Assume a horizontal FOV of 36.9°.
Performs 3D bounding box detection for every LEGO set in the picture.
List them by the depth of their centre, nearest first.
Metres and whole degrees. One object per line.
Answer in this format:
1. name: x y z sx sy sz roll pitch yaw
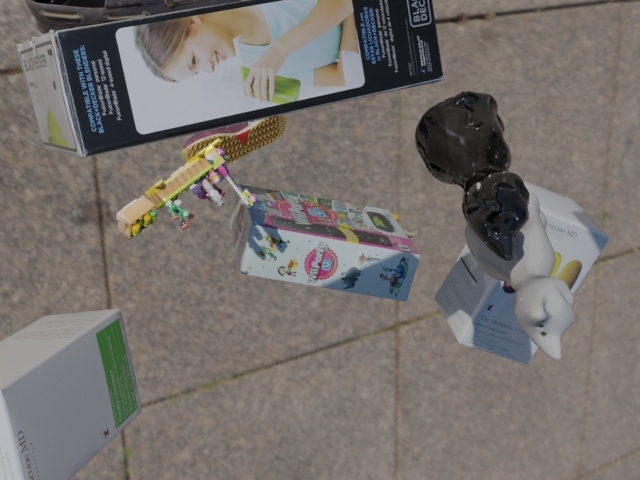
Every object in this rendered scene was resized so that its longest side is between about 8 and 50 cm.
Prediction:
1. LEGO set: -0.168 -0.060 1.362 0.132 0.287 0.107 -34 98 22

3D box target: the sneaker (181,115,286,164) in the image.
1. sneaker: -0.153 -0.180 1.594 0.185 0.084 0.070 -22 135 -21

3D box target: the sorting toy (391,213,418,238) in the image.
1. sorting toy: 0.090 -0.029 2.078 0.195 0.347 0.047 13 74 -21

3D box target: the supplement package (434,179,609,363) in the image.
1. supplement package: 0.306 0.045 1.489 0.139 0.134 0.244 18 113 -22

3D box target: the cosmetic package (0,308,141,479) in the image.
1. cosmetic package: -0.431 0.251 1.460 0.155 0.365 0.197 -6 103 15

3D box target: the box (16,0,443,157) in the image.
1. box: -0.073 -0.139 0.747 0.289 0.169 0.087 -15 104 -24

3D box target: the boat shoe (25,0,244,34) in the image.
1. boat shoe: -0.246 -0.342 1.304 0.130 0.355 0.132 40 39 -60

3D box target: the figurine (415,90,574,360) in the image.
1. figurine: 0.179 -0.011 0.934 0.092 0.209 0.215 -25 119 11

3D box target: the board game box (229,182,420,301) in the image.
1. board game box: 0.000 0.000 1.720 0.303 0.224 0.098 9 110 -15
